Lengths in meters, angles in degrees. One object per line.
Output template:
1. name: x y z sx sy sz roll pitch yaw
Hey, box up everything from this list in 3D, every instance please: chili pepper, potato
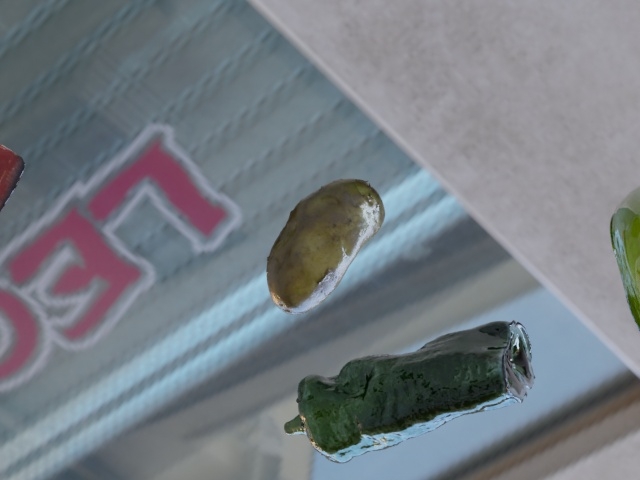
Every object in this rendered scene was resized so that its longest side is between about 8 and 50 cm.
1. chili pepper: 0.081 0.161 1.503 0.270 0.099 0.136 -16 -154 19
2. potato: 0.000 0.000 0.835 0.046 0.045 0.092 33 -101 26

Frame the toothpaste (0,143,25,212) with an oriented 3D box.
1. toothpaste: -0.187 -0.045 0.524 0.193 0.045 0.071 34 -78 22

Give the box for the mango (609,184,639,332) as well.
1. mango: 0.116 0.011 0.434 0.056 0.108 0.073 -21 -102 20
